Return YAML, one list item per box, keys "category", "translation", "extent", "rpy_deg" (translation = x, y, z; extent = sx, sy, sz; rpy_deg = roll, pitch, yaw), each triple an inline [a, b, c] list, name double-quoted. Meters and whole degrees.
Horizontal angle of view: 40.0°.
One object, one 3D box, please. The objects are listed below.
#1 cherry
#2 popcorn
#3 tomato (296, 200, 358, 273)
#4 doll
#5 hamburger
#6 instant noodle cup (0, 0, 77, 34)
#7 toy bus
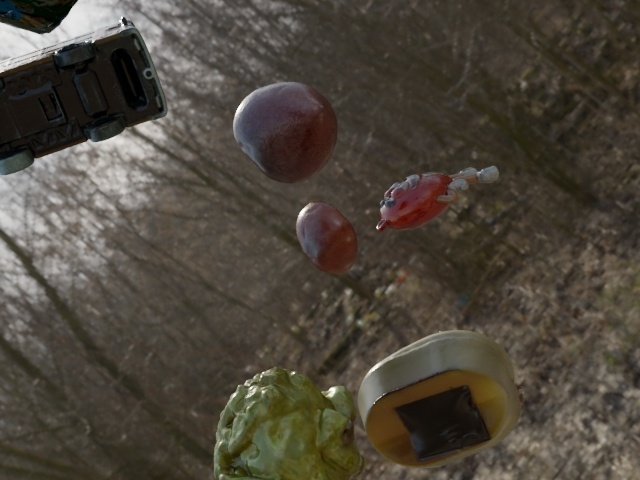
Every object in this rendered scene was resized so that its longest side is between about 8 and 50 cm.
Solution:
- category: "cherry"
  translation: [-0.064, -0.252, 1.968]
  extent: [0.239, 0.239, 0.206]
  rpy_deg: [-51, 1, 25]
- category: "popcorn"
  translation: [-0.052, 0.319, 1.326]
  extent: [0.255, 0.256, 0.195]
  rpy_deg: [-14, -20, -31]
- category: "tomato"
  translation: [0.000, 0.000, 1.748]
  extent: [0.069, 0.155, 0.155]
  rpy_deg: [-31, -11, -33]
- category: "doll"
  translation: [0.183, -0.079, 1.502]
  extent: [0.217, 0.085, 0.183]
  rpy_deg: [-25, 9, -7]
- category: "hamburger"
  translation: [0.153, 0.208, 1.136]
  extent: [0.210, 0.173, 0.116]
  rpy_deg: [-28, 14, 19]
- category: "instant noodle cup"
  translation: [-0.431, -0.399, 1.206]
  extent: [0.240, 0.178, 0.240]
  rpy_deg: [-22, 60, 44]
- category: "toy bus"
  translation: [-0.357, -0.196, 1.195]
  extent: [0.275, 0.138, 0.167]
  rpy_deg: [-20, 23, -5]
